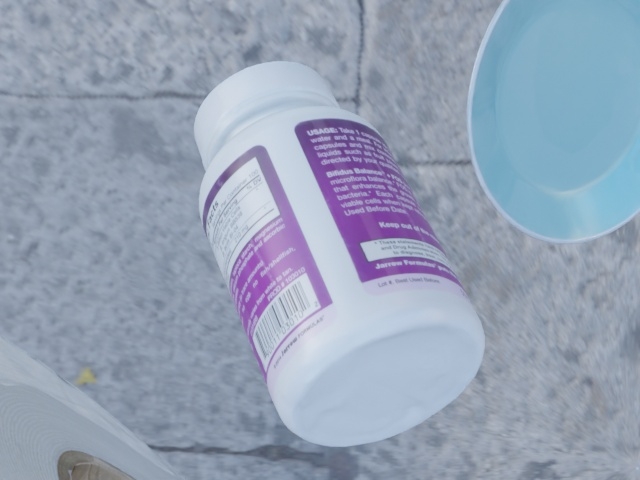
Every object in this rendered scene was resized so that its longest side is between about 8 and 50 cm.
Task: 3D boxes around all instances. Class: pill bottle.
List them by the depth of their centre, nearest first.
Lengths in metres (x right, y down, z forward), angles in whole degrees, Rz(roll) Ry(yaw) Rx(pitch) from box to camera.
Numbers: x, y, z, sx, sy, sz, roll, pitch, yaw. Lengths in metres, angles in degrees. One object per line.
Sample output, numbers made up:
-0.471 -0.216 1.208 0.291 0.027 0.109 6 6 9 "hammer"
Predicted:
0.000 0.000 1.123 0.169 0.169 0.301 -29 54 7 "pill bottle"

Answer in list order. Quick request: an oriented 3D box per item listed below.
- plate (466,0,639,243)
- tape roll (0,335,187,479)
0.161 -0.091 0.869 0.024 0.188 0.188 25 86 56 "plate"
-0.045 0.174 0.508 0.072 0.392 0.392 -45 75 -3 "tape roll"
